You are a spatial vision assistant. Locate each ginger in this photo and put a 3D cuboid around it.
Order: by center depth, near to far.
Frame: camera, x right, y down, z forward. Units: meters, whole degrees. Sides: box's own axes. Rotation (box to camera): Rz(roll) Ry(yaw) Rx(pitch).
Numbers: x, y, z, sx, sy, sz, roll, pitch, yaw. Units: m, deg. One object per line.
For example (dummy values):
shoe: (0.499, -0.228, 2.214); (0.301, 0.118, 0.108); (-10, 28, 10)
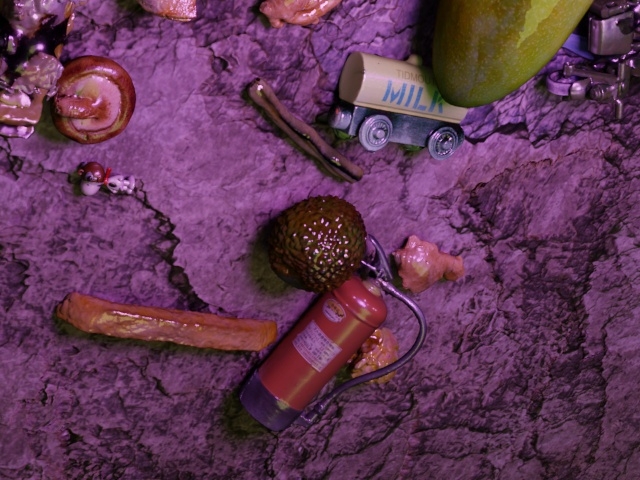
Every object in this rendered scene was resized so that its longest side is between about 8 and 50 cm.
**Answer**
ginger: (-0.027, -0.382, 1.459); (0.176, 0.052, 0.193); (-49, 132, 4)
ginger: (0.196, 0.055, 1.881); (0.165, 0.067, 0.096); (22, 88, -37)

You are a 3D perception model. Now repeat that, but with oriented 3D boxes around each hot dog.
hot dog: (-0.228, -0.349, 1.367); (0.078, 0.061, 0.169); (-41, 106, -6)

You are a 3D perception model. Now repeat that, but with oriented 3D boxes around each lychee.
lychee: (0.000, 0.000, 1.688); (0.171, 0.171, 0.171); (-14, 128, -19)

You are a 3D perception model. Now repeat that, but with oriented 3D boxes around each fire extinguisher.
fire extinguisher: (0.036, 0.182, 1.845); (0.200, 0.113, 0.376); (34, 103, -26)

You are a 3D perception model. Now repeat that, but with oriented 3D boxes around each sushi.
sushi: (-0.358, -0.263, 1.318); (0.139, 0.131, 0.291); (11, 108, -32)

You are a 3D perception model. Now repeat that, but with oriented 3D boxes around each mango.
mango: (0.281, -0.363, 1.524); (0.201, 0.225, 0.382); (2, 126, -49)

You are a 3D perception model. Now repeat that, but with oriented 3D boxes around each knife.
knife: (0.384, -0.334, 1.743); (0.313, 0.019, 0.044); (9, 120, -31)

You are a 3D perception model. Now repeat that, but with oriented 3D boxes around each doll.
doll: (-0.311, -0.088, 1.525); (0.085, 0.040, 0.058); (-4, 137, -21)

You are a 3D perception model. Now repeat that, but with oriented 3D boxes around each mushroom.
mushroom: (-0.308, -0.189, 1.421); (0.127, 0.087, 0.127); (-12, 129, -16)

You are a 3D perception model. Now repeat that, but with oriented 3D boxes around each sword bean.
sword bean: (-0.024, -0.165, 1.627); (0.043, 0.038, 0.269); (-41, 131, 11)

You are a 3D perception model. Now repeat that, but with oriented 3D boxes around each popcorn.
popcorn: (0.097, 0.213, 1.925); (0.109, 0.097, 0.089); (-36, 136, -19)

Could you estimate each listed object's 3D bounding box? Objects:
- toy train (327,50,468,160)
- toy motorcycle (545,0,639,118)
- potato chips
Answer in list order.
toy train: (0.132, -0.215, 1.644); (0.253, 0.105, 0.157); (6, 105, -31)
toy motorcycle: (0.504, -0.329, 1.716); (0.275, 0.127, 0.205); (-19, 123, -21)
potato chips: (-0.224, 0.140, 1.713); (0.407, 0.080, 0.057); (11, 106, -34)
